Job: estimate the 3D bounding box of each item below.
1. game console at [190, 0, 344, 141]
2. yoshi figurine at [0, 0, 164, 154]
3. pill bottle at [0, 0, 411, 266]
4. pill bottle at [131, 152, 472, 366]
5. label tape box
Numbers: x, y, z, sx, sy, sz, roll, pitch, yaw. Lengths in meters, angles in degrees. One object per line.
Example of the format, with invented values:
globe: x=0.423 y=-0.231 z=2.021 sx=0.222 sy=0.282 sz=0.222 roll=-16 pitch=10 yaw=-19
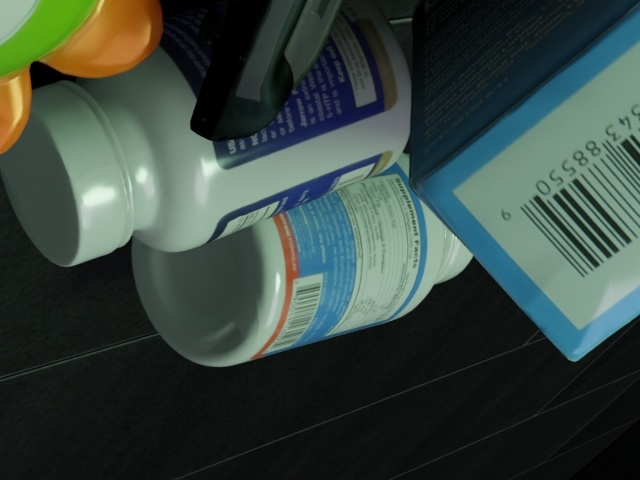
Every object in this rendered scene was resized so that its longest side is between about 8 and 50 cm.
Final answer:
game console: x=0.035 y=-0.189 z=0.407 sx=0.213 sy=0.044 sz=0.361 roll=-60 pitch=174 yaw=-70
yoshi figurine: x=-0.193 y=-0.083 z=0.398 sx=0.362 sy=0.203 sz=0.203 roll=-40 pitch=147 yaw=-3
pill bottle: x=-0.058 y=-0.057 z=0.761 sx=0.186 sy=0.112 sz=0.112 roll=-22 pitch=158 yaw=-30
pill bottle: x=0.000 y=0.000 z=0.975 sx=0.221 sy=0.124 sz=0.124 roll=-12 pitch=151 yaw=-49
label tape box: x=0.166 y=-0.123 z=0.718 sx=0.249 sy=0.115 sz=0.348 roll=-40 pitch=-167 yaw=17
